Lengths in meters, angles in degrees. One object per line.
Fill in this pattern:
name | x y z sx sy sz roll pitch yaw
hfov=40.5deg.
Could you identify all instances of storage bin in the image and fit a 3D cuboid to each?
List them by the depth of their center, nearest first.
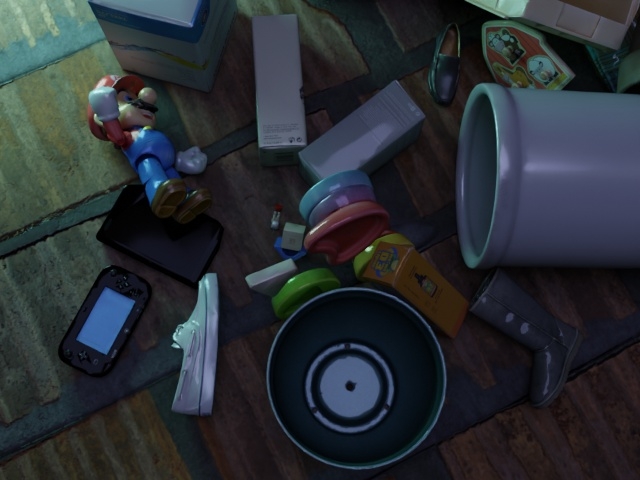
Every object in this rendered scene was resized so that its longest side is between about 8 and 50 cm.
storage bin | 0.406 -0.462 1.607 0.262 0.260 0.123 9 113 -30

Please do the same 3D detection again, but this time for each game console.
game console | -0.345 0.084 1.606 0.213 0.044 0.361 25 77 5

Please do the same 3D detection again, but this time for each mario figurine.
mario figurine | -0.311 -0.196 1.599 0.170 0.198 0.320 -29 68 -19

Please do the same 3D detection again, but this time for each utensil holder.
utensil holder | 0.459 -0.105 1.538 0.385 0.327 0.328 2 75 -4

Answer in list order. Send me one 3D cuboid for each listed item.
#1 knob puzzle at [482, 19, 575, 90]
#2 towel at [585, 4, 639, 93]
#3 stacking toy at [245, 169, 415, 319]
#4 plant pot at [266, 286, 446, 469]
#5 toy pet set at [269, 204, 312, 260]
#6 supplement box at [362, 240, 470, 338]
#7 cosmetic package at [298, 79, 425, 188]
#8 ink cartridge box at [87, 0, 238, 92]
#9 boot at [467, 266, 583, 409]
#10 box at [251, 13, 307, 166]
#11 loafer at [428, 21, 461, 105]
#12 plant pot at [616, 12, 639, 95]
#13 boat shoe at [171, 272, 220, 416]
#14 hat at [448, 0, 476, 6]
knob puzzle | 0.373 -0.339 1.657 0.030 0.213 0.213 -40 80 -20
towel | 0.628 -0.500 1.726 0.271 0.040 0.370 -26 80 18
stacking toy | 0.000 0.000 1.527 0.279 0.309 0.130 -30 65 4
plant pot | 0.055 0.244 1.495 0.293 0.196 0.293 1 75 -2
toy pet set | -0.039 -0.007 1.632 0.122 0.114 0.065 11 116 2
supplement box | 0.173 0.089 1.524 0.080 0.233 0.078 16 72 42
cosmetic package | 0.076 -0.179 1.644 0.238 0.127 0.107 -35 79 -12
ink cartridge box | -0.283 -0.440 1.628 0.197 0.270 0.198 15 75 4
boot | 0.356 0.174 1.562 0.208 0.076 0.190 36 62 -13
box | -0.080 -0.289 1.676 0.094 0.113 0.275 -3 77 -3
loafer | 0.250 -0.353 1.726 0.062 0.061 0.170 4 76 -2
plant pot | 0.702 -0.389 1.540 0.323 0.323 0.280 5 84 0
boat shoe | -0.225 0.183 1.556 0.084 0.095 0.258 4 74 -5
hat | 0.251 -0.636 1.747 0.134 0.331 0.331 7 71 41
